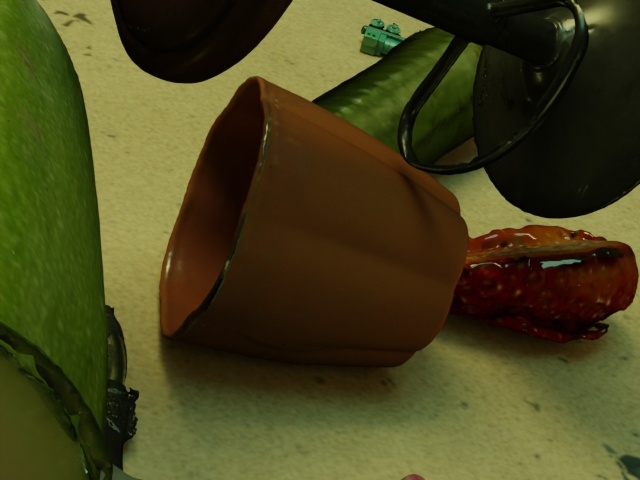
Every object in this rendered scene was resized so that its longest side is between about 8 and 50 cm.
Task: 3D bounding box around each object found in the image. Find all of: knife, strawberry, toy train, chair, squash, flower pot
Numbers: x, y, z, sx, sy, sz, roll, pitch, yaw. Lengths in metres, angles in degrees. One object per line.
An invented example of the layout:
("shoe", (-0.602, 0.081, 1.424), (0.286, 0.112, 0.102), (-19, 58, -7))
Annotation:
("knife", (-0.130, 0.113, 0.950), (0.046, 0.021, 0.222), (4, 36, -21))
("strawberry", (0.153, 0.033, 1.193), (0.188, 0.082, 0.121), (-2, 14, -15))
("toy train", (0.085, -0.201, 1.589), (0.092, 0.029, 0.045), (19, 37, 1))
("chair", (0.031, -0.169, 0.954), (0.401, 0.226, 0.226), (18, 25, -35))
("squash", (-0.242, 0.026, 0.802), (0.263, 0.263, 0.384), (8, 31, -16))
("flower pot", (0.000, 0.000, 1.065), (0.173, 0.190, 0.190), (17, 28, -18))

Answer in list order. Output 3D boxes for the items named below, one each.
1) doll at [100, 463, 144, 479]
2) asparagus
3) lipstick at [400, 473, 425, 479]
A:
("doll", (-0.112, 0.180, 0.802), (0.094, 0.079, 0.180), (7, 43, -20))
("asparagus", (0.053, -0.100, 1.319), (0.128, 0.108, 0.382), (-3, 19, 33))
("lipstick", (0.103, 0.213, 0.874), (0.053, 0.053, 0.234), (-2, 33, -31))
